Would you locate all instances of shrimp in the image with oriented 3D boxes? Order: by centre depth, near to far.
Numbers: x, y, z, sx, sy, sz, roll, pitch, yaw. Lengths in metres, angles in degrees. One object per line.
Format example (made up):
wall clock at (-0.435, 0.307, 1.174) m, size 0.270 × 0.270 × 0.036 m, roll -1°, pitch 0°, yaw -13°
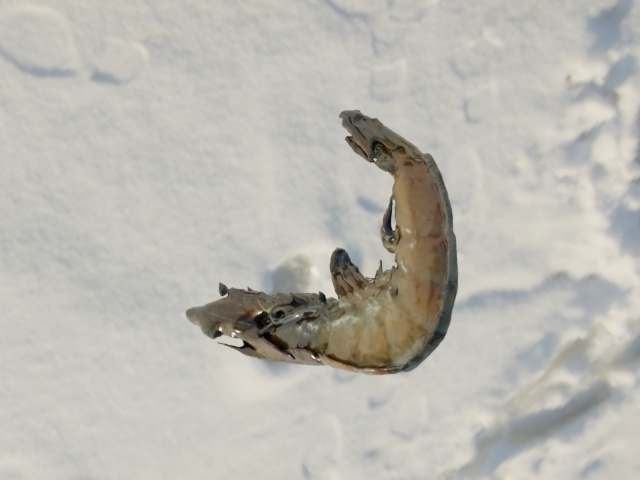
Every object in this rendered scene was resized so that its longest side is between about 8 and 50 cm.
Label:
shrimp at (-0.002, 0.000, 0.721) m, size 0.035 × 0.195 × 0.148 m, roll 0°, pitch 90°, yaw -51°
